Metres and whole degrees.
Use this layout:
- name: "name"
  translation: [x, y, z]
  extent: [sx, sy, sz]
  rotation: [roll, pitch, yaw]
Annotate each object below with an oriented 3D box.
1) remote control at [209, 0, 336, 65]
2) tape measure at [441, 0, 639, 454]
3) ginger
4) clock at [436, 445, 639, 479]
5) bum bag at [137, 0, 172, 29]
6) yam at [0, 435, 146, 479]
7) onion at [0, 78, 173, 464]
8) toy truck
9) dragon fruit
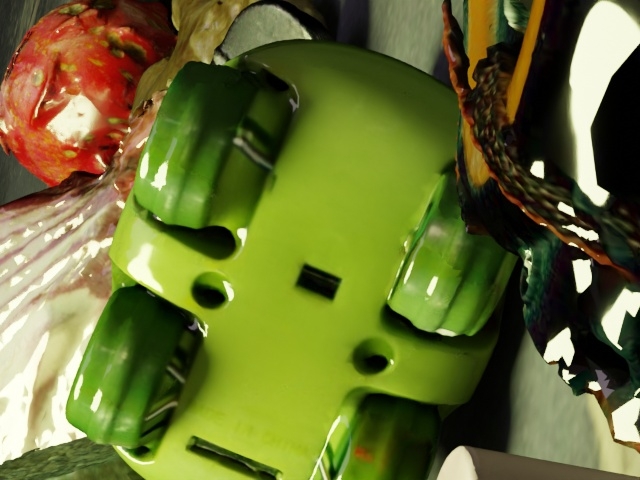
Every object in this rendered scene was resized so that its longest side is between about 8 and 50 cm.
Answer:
- name: "remote control"
  translation: [-0.045, -0.019, 1.061]
  extent: [0.090, 0.066, 0.266]
  rotation: [40, 127, 19]
- name: "tape measure"
  translation: [0.096, -0.080, 0.465]
  extent: [0.223, 0.135, 0.202]
  rotation: [-94, 12, -56]
- name: "ginger"
  translation: [-0.084, -0.053, 1.184]
  extent: [0.333, 0.080, 0.166]
  rotation: [110, 150, -42]
- name: "clock"
  translation: [0.058, 0.205, 0.524]
  extent: [0.275, 0.080, 0.290]
  rotation: [171, 107, -73]
- name: "bum bag"
  translation: [-0.127, -0.224, 1.462]
  extent: [0.137, 0.074, 0.310]
  rotation: [-107, 30, -78]
- name: "yam"
  translation: [-0.079, 0.187, 0.817]
  extent: [0.154, 0.154, 0.254]
  rotation: [132, 130, -62]
- name: "onion"
  translation: [-0.110, 0.082, 1.014]
  extent: [0.349, 0.267, 0.159]
  rotation: [-53, -19, 13]
- name: "toy truck"
  translation: [-0.006, 0.017, 0.768]
  extent: [0.210, 0.148, 0.187]
  rotation: [-94, 25, -87]
- name: "dragon fruit"
  translation: [-0.135, -0.084, 1.310]
  extent: [0.111, 0.153, 0.153]
  rotation: [31, 111, 54]
